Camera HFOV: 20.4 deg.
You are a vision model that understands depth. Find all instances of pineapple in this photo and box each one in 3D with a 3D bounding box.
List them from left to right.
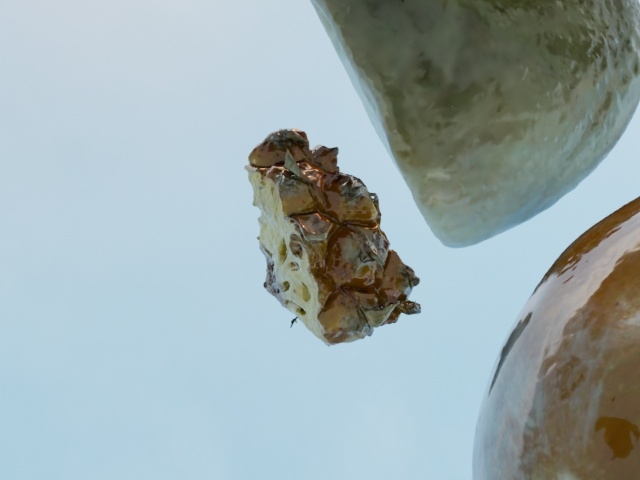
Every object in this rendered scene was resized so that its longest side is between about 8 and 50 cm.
[{"bbox_3d":[0.000,0.000,1.067,0.069,0.116,0.137,-19,-103,-24],"label":"pineapple"}]

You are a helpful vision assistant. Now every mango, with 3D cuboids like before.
[{"bbox_3d":[0.214,0.063,0.833,0.384,0.221,0.199,-25,-142,-38],"label":"mango"}]

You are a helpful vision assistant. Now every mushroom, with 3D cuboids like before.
[{"bbox_3d":[0.103,-0.182,1.243,0.217,0.212,0.292,-30,-127,5],"label":"mushroom"}]
